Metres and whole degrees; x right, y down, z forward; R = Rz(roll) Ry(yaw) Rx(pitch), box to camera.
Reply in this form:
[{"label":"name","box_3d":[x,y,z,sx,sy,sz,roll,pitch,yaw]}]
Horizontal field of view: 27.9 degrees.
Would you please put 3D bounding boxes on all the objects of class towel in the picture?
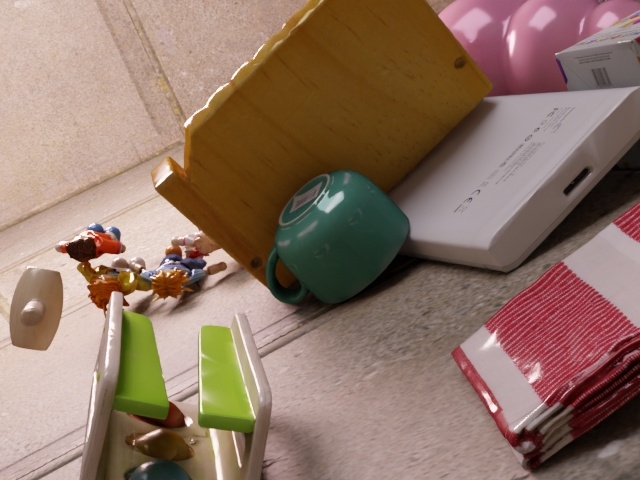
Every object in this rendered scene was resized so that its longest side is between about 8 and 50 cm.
[{"label":"towel","box_3d":[0.240,0.012,0.908,0.329,0.037,0.237,-39,11,4]}]

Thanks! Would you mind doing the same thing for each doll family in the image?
[{"label":"doll family","box_3d":[-0.221,0.040,1.712,0.263,0.118,0.163,-4,8,5]}]

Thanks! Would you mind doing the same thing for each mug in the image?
[{"label":"mug","box_3d":[0.006,-0.002,1.365,0.157,0.097,0.129,-48,19,-8]}]

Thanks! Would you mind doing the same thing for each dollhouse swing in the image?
[{"label":"dollhouse swing","box_3d":[-0.033,-0.168,1.535,0.347,0.315,0.305,-44,39,3]}]

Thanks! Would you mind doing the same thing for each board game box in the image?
[{"label":"board game box","box_3d":[0.419,-0.198,1.381,0.275,0.142,0.144,-29,12,-19]}]

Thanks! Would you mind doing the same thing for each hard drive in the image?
[{"label":"hard drive","box_3d":[0.178,-0.071,1.393,0.233,0.047,0.353,-45,19,-13]}]

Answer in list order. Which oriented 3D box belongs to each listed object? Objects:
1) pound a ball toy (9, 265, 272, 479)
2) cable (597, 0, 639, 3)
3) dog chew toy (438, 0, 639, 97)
[{"label":"pound a ball toy","box_3d":[-0.164,0.128,1.052,0.208,0.135,0.319,11,8,-10]},{"label":"cable","box_3d":[0.387,-0.360,1.791,0.089,0.257,0.257,4,7,3]},{"label":"dog chew toy","box_3d":[0.290,-0.227,1.643,0.332,0.206,0.207,-1,24,40]}]
